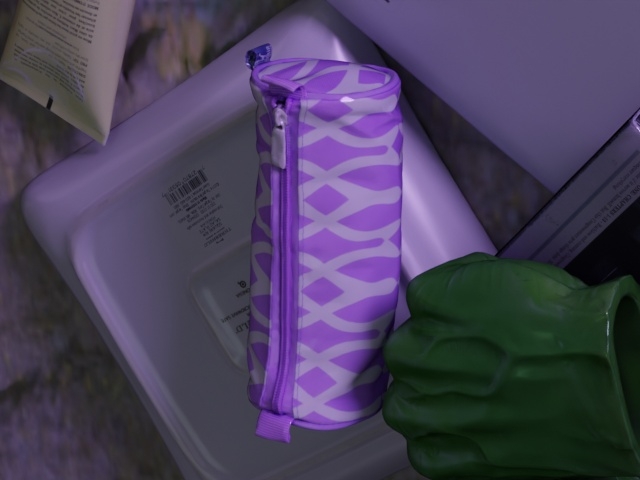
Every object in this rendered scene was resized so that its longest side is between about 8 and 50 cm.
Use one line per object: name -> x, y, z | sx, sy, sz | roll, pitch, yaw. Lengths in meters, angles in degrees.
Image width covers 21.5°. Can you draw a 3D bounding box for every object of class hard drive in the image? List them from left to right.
hard drive -> 0.123, -0.143, 0.847 | 0.353, 0.047, 0.233 | 41, 140, 8

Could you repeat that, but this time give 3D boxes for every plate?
plate -> -0.032, 0.033, 1.018 | 0.277, 0.045, 0.278 | -30, 92, 30

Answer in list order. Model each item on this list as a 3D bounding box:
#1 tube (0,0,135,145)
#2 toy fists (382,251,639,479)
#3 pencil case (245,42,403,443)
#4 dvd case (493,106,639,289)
tube -> -0.134, -0.180, 0.993 | 0.062, 0.070, 0.240 | 7, 120, -21
toy fists -> 0.125, 0.125, 0.916 | 0.142, 0.096, 0.279 | -4, 125, 27
pencil case -> 0.000, 0.000, 0.917 | 0.086, 0.088, 0.206 | 8, 110, 24
dvd case -> 0.209, 0.057, 0.876 | 0.238, 0.029, 0.179 | 42, 143, 3
